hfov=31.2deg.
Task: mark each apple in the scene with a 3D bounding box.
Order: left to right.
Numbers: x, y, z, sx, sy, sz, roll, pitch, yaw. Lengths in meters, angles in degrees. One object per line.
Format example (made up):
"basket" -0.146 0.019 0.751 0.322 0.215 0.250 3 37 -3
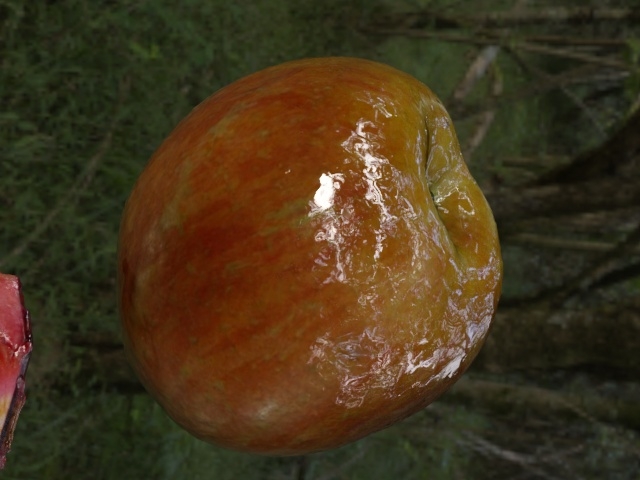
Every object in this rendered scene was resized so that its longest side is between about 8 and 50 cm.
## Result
"apple" 0.000 0.000 0.856 0.301 0.301 0.302 -19 111 -62

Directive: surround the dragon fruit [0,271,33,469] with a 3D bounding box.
"dragon fruit" -0.329 0.116 0.891 0.163 0.189 0.262 151 -55 -67
